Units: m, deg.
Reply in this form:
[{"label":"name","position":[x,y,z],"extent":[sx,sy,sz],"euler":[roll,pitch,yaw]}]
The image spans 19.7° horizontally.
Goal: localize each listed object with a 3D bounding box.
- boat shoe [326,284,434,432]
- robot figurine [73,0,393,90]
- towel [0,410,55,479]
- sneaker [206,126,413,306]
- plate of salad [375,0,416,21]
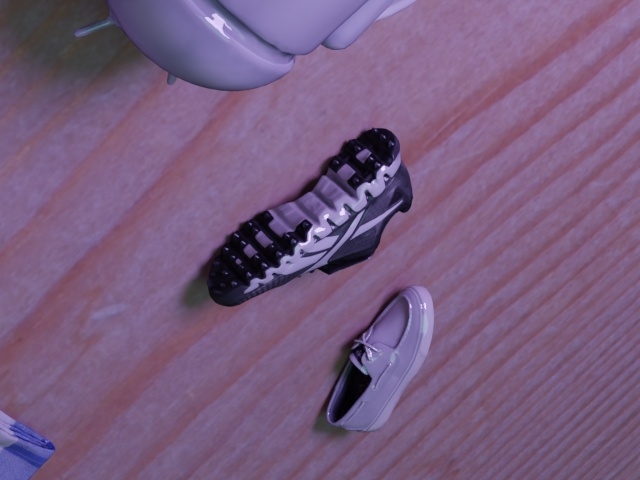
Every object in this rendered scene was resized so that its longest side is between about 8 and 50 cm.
[{"label":"boat shoe","position":[0.058,0.124,1.933],"extent":[0.063,0.066,0.184],"euler":[3,130,-36]},{"label":"robot figurine","position":[-0.036,-0.258,1.461],"extent":[0.353,0.200,0.300],"euler":[-41,134,18]},{"label":"towel","position":[-0.403,0.210,1.713],"extent":[0.209,0.034,0.285],"euler":[-46,135,6]},{"label":"sneaker","position":[0.000,0.000,1.785],"extent":[0.234,0.078,0.106],"euler":[-39,132,-4]},{"label":"plate of salad","position":[0.040,-0.281,1.620],"extent":[0.200,0.048,0.200],"euler":[-15,130,-18]}]
